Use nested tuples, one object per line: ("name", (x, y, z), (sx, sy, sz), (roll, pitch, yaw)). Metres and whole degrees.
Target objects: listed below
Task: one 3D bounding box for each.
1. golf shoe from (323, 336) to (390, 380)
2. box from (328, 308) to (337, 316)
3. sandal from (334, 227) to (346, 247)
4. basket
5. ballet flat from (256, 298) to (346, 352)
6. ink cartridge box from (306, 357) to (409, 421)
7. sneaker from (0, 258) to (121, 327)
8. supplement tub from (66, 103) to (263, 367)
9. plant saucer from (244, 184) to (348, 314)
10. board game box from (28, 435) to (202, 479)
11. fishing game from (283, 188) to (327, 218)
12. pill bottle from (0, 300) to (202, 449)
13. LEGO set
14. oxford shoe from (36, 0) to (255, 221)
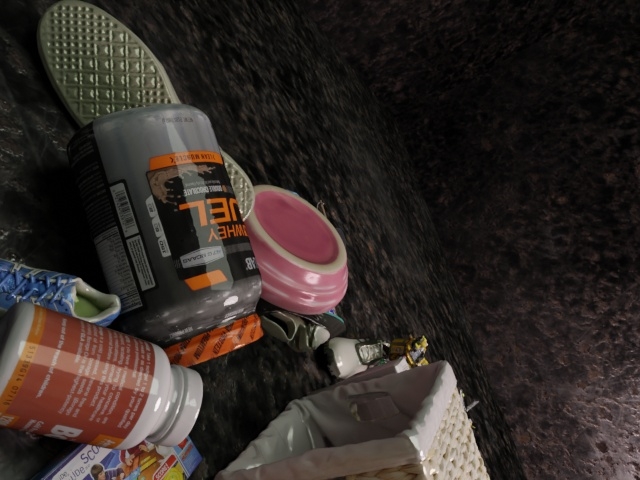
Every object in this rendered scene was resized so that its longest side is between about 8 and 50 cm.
("golf shoe", (0.101, 0.272, 1.283), (0.273, 0.120, 0.105), (16, 53, -60))
("box", (-0.007, 0.148, 1.255), (0.059, 0.054, 0.169), (10, 56, -64))
("sandal", (0.000, 0.001, 1.443), (0.254, 0.054, 0.097), (18, 60, -64))
("basket", (0.078, 0.391, 0.840), (0.331, 0.328, 0.267), (-17, 86, -68))
("ballet flat", (-0.054, 0.175, 1.092), (0.280, 0.095, 0.096), (32, 47, -36))
("ink cartridge box", (0.102, 0.352, 1.044), (0.056, 0.224, 0.181), (-12, 77, -56))
("sneaker", (-0.328, 0.058, 0.604), (0.211, 0.081, 0.080), (31, 40, -51))
("supplement tub", (-0.208, 0.000, 0.745), (0.207, 0.207, 0.338), (-12, 83, -67))
("plant saucer", (-0.069, -0.001, 1.086), (0.332, 0.084, 0.332), (29, 30, -19))
("board game box", (-0.235, 0.277, 0.636), (0.136, 0.035, 0.201), (62, 22, -6))
("fishing game", (-0.063, -0.052, 1.281), (0.264, 0.041, 0.189), (12, 55, -42))
("pill bottle", (-0.245, 0.157, 0.572), (0.216, 0.121, 0.121), (29, 39, -33))
("LEGO set", (0.202, 0.367, 1.156), (0.331, 0.192, 0.255), (-25, 97, -37))
("oxford shoe", (-0.292, -0.195, 0.905), (0.449, 0.169, 0.130), (48, -8, -20))
